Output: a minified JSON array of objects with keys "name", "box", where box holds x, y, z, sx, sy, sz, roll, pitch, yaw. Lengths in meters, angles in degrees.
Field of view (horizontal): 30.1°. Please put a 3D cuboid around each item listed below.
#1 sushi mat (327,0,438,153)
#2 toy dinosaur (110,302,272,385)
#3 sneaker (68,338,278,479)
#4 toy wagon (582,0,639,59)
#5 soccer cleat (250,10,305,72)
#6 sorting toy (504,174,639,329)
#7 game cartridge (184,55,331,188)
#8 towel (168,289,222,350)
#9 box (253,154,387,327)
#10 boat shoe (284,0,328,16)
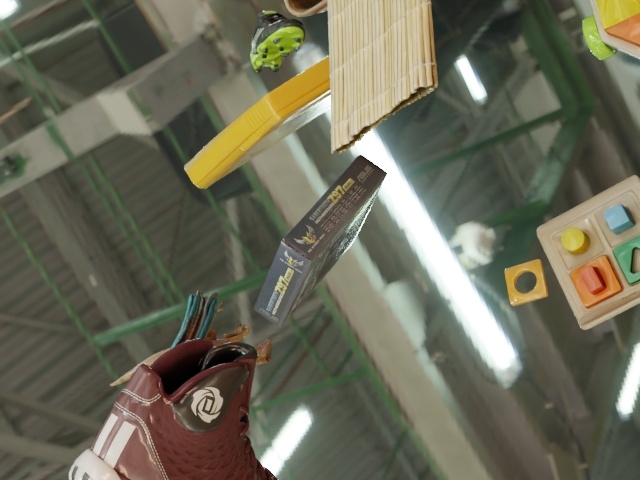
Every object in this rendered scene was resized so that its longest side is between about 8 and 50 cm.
[{"name":"sushi mat","box":[0.052,-0.247,1.147,0.019,0.151,0.316,16,-121,-30]},{"name":"toy dinosaur","box":[-0.156,0.139,1.501,0.064,0.211,0.112,-125,35,-62]},{"name":"sneaker","box":[-0.066,0.174,1.012,0.281,0.106,0.162,27,-95,-46]},{"name":"toy wagon","box":[0.417,-0.300,1.341,0.068,0.267,0.344,17,-123,-49]},{"name":"soccer cleat","box":[-0.063,-0.274,1.569,0.060,0.179,0.072,-4,-94,-15]},{"name":"sorting toy","box":[0.435,0.014,1.811,0.047,0.348,0.196,30,-145,-54]},{"name":"game cartridge","box":[-0.026,-0.197,1.690,0.285,0.324,0.052,-35,-85,-28]},{"name":"towel","box":[-0.238,0.256,1.399,0.040,0.370,0.271,29,-149,-6]},{"name":"box","box":[0.000,0.000,1.810,0.059,0.183,0.232,35,-128,7]},{"name":"boat shoe","box":[0.051,-0.384,1.544,0.110,0.341,0.121,-28,-97,-27]}]
